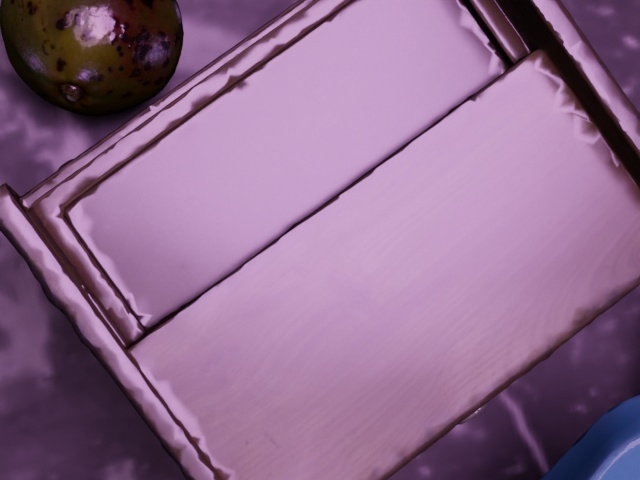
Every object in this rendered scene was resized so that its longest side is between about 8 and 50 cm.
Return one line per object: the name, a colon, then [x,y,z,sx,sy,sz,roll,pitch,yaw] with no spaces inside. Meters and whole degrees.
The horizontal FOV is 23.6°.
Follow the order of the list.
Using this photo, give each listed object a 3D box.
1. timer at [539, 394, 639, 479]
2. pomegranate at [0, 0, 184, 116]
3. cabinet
timer: [0.137,0.207,0.573,0.232,0.091,0.250,36,107,-5]
pomegranate: [-0.084,-0.089,0.612,0.073,0.073,0.084,48,67,-4]
cabinet: [0.000,0.000,0.544,0.175,0.215,0.148,-36,93,-8]
